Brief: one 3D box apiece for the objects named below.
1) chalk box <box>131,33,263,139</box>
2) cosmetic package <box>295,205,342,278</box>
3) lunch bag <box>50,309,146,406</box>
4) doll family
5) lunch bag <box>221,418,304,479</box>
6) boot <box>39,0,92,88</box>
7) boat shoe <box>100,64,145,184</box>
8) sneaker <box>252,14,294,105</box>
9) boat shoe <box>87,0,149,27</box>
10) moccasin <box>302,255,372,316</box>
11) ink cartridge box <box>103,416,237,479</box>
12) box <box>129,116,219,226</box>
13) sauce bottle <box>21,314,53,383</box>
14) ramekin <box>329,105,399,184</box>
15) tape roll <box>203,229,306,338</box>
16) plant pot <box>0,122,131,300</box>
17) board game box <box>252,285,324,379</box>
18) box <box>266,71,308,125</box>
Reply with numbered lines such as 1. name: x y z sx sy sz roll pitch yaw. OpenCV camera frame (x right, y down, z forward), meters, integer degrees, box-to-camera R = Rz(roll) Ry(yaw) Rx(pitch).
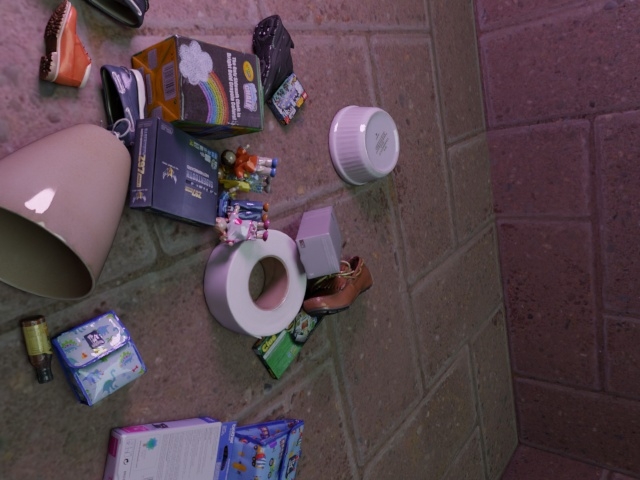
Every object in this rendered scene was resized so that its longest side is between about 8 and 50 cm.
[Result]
1. chalk box: -0.254 -0.335 1.097 0.289 0.179 0.180 -7 96 -50
2. cosmetic package: 0.000 0.000 1.376 0.238 0.107 0.127 -89 163 -67
3. lunch bag: -0.450 0.235 0.961 0.129 0.096 0.151 -28 98 -42
4. doll family: -0.212 -0.107 1.187 0.163 0.118 0.262 9 80 -18
5. lunch bag: -0.144 0.628 1.319 0.293 0.138 0.220 19 77 -60
6. boot: -0.487 -0.378 0.922 0.085 0.059 0.157 7 94 -52
7. boat shoe: -0.408 -0.237 0.983 0.079 0.095 0.254 -6 95 -50
8. sneaker: -0.132 -0.465 1.290 0.130 0.109 0.286 33 69 -51
9. boat shoe: -0.461 -0.524 0.899 0.303 0.114 0.091 19 72 -47
10. moccasin: 0.056 0.133 1.476 0.380 0.139 0.146 -25 99 -54
11. ink cartridge box: -0.345 0.523 1.109 0.311 0.065 0.185 14 81 -46
12. box: -0.304 -0.136 1.017 0.233 0.059 0.183 23 67 -68
13. sauce bottle: -0.534 0.207 0.898 0.042 0.042 0.128 -17 107 -47
14. ramekin: 0.160 -0.327 1.607 0.273 0.127 0.272 -2 92 -49
15. tape roll: -0.168 0.112 1.268 0.286 0.100 0.285 -3 93 -49
16. plant pot: -0.461 -0.076 0.846 0.256 0.257 0.273 53 37 -36
17. board game box: -0.089 0.272 1.420 0.259 0.030 0.136 -49 128 -36
18. box: -0.097 -0.417 1.385 0.094 0.027 0.137 53 54 -37
